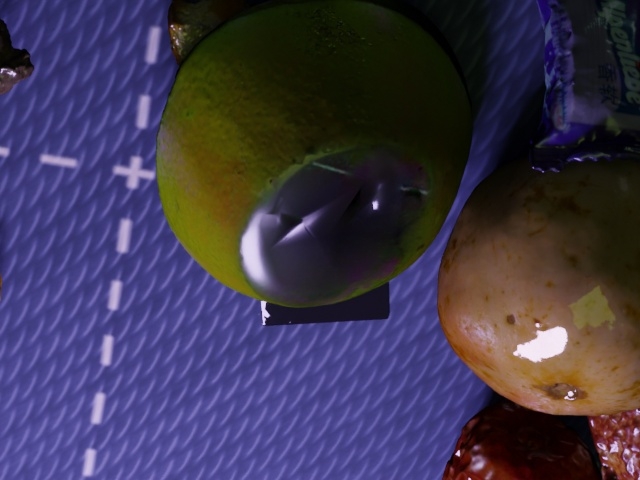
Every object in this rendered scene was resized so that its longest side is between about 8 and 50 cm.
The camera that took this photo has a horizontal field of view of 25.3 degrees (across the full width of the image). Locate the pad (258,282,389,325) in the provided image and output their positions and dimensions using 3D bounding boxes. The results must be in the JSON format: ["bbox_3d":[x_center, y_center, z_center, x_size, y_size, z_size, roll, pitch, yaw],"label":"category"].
[{"bbox_3d":[0.000,0.000,1.794,0.170,0.006,0.246,-4,119,-2],"label":"pad"}]

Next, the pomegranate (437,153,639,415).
[{"bbox_3d":[0.308,0.039,1.675,0.342,0.342,0.343,-1,119,-2],"label":"pomegranate"}]

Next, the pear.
[{"bbox_3d":[0.009,-0.070,1.613,0.398,0.165,0.399,-10,127,-13],"label":"pear"}]

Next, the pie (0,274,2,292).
[{"bbox_3d":[-0.522,0.025,1.749,0.273,0.069,0.273,0,118,-1],"label":"pie"}]

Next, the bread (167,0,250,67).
[{"bbox_3d":[-0.108,-0.199,1.651,0.103,0.065,0.187,-13,117,11],"label":"bread"}]

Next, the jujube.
[{"bbox_3d":[0.261,0.334,1.878,0.213,0.213,0.232,7,125,-6],"label":"jujube"}]

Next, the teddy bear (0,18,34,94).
[{"bbox_3d":[-0.498,-0.180,1.607,0.296,0.222,0.246,-29,86,46],"label":"teddy bear"}]

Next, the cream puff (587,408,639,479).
[{"bbox_3d":[0.512,0.247,1.796,0.350,0.229,0.350,-4,108,-12],"label":"cream puff"}]

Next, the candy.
[{"bbox_3d":[0.302,-0.203,1.588,0.145,0.275,0.070,3,162,-6],"label":"candy"}]
